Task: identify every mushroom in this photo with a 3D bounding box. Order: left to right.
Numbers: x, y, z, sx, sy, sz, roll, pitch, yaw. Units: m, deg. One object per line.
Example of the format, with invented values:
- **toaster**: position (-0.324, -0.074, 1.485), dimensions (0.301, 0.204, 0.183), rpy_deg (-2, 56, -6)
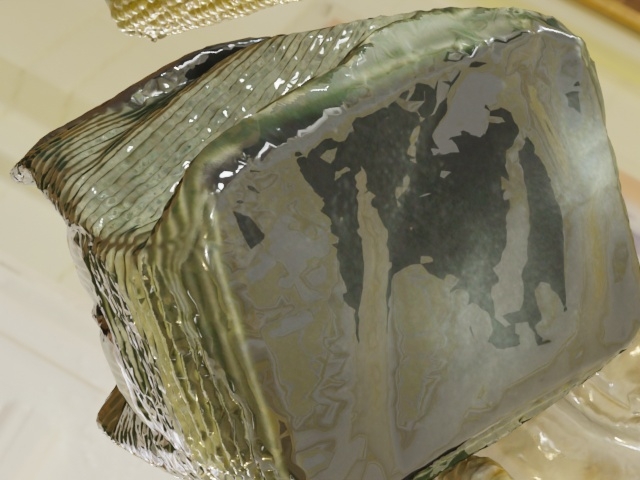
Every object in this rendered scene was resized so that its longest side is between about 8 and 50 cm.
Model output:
- **mushroom**: position (0.177, 0.099, 1.039), dimensions (0.206, 0.206, 0.209), rpy_deg (-57, -170, -26)

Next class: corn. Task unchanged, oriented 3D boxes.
- **corn**: position (-0.042, -0.208, 1.111), dimensions (0.288, 0.086, 0.086), rpy_deg (-11, -150, 37)

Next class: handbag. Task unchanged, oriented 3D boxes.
- **handbag**: position (0.000, 0.000, 0.890), dimensions (0.341, 0.240, 0.247), rpy_deg (-26, 108, -37)

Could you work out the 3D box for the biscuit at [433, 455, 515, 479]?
- **biscuit**: position (0.041, 0.203, 0.843), dimensions (0.188, 0.040, 0.265), rpy_deg (-40, -165, 17)
